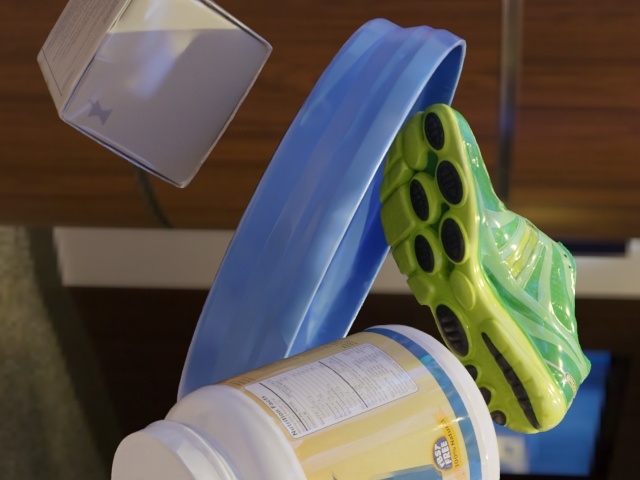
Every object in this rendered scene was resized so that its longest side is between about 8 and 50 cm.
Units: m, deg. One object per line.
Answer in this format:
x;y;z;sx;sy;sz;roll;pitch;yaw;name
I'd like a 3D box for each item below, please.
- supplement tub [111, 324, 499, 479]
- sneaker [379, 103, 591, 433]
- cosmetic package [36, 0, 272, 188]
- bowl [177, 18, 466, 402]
-0.009;0.142;0.944;0.144;0.200;0.144;27;-54;46;supplement tub
0.145;0.019;1.361;0.123;0.109;0.295;-32;103;-44;sneaker
-0.158;-0.168;1.420;0.153;0.129;0.296;-56;-161;7;cosmetic package
0.000;0.000;1.270;0.391;0.077;0.391;-63;173;-14;bowl
